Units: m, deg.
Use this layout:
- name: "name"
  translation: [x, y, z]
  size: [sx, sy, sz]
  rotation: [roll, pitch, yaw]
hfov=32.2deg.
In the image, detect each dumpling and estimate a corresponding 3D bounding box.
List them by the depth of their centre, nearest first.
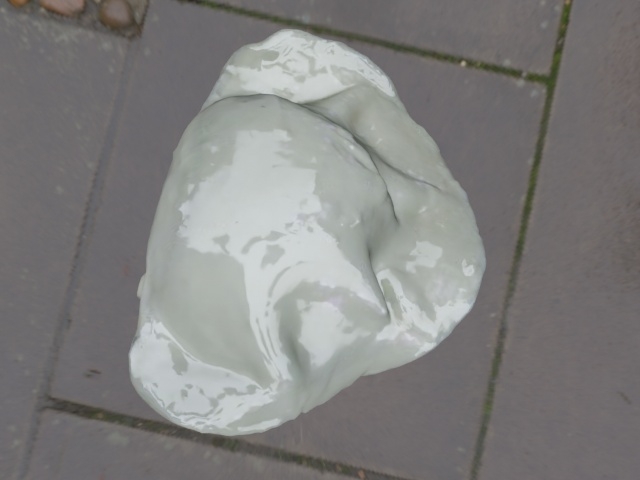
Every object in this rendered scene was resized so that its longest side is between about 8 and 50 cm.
- name: "dumpling"
  translation: [-0.001, 0.002, 0.453]
  size: [0.134, 0.099, 0.169]
  rotation: [15, 40, 0]
